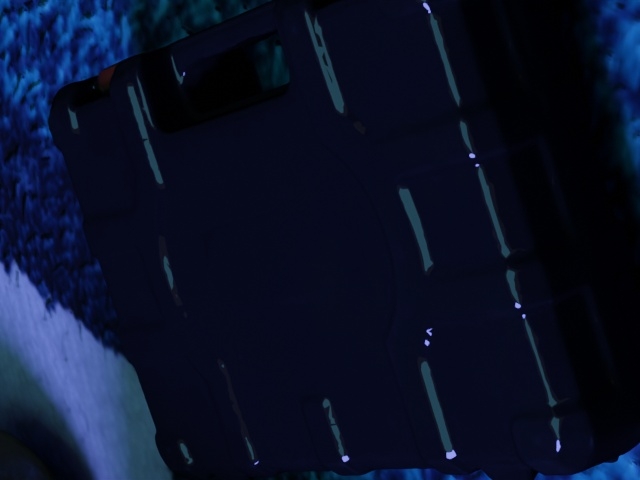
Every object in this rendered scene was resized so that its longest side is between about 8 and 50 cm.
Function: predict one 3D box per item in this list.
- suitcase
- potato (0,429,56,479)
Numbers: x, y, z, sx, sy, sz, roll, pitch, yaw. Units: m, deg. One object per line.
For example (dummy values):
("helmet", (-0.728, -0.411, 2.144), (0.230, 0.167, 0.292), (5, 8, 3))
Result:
("suitcase", (0.000, 0.000, 0.622), (0.285, 0.066, 0.206), (-12, 97, 51))
("potato", (-0.197, 0.197, 0.912), (0.182, 0.117, 0.202), (-49, -66, -82))
